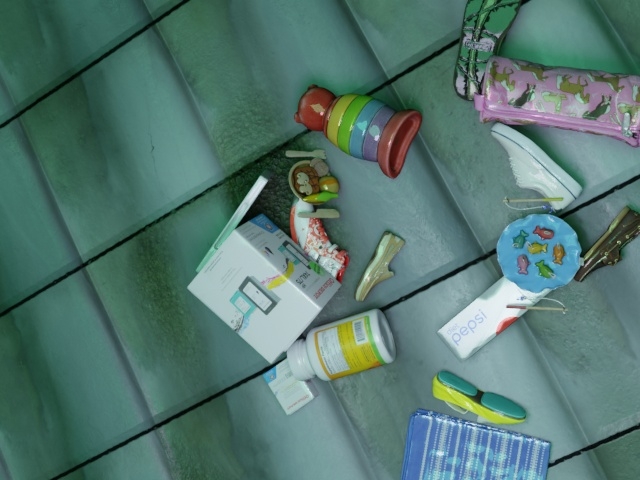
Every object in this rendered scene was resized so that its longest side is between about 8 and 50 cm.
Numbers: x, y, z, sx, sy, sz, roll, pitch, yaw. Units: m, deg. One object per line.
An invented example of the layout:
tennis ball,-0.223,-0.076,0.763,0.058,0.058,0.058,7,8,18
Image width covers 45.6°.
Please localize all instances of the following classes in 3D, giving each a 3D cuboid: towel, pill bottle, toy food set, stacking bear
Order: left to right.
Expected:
toy food set,-0.015,-0.149,1.895,0.038,0.132,0.192,-44,55,56
pill bottle,0.049,0.265,1.866,0.246,0.136,0.136,-19,83,16
stacking bear,0.075,-0.291,1.873,0.289,0.164,0.175,25,95,21
towel,0.361,0.555,1.812,0.336,0.040,0.243,10,92,17

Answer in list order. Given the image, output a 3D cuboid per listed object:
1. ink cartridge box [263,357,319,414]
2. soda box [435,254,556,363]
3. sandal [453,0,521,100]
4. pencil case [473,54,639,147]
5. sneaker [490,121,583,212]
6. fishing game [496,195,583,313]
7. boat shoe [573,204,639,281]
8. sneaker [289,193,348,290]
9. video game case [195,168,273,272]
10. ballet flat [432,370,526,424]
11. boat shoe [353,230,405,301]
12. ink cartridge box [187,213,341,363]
ink cartridge box,-0.074,0.370,1.944,0.088,0.052,0.122,-36,77,13
soda box,0.412,0.160,1.782,0.286,0.091,0.098,-41,78,12
sandal,0.390,-0.487,1.821,0.120,0.086,0.303,21,109,11
pencil case,0.542,-0.314,1.704,0.386,0.167,0.160,12,97,11
sneaker,0.485,-0.169,1.770,0.258,0.094,0.091,44,97,13
fishing game,0.492,0.028,1.701,0.189,0.041,0.264,3,79,8
boat shoe,0.655,0.019,1.722,0.073,0.073,0.207,42,100,16
sneaker,0.000,0.001,1.916,0.145,0.090,0.270,3,93,16
video game case,-0.214,-0.052,1.926,0.025,0.204,0.285,35,99,-6
ballet flat,0.370,0.389,1.805,0.231,0.077,0.077,24,116,19
boat shoe,0.149,0.074,1.882,0.072,0.068,0.190,27,96,4
ink cartridge box,-0.128,0.110,1.813,0.270,0.198,0.197,42,110,2
